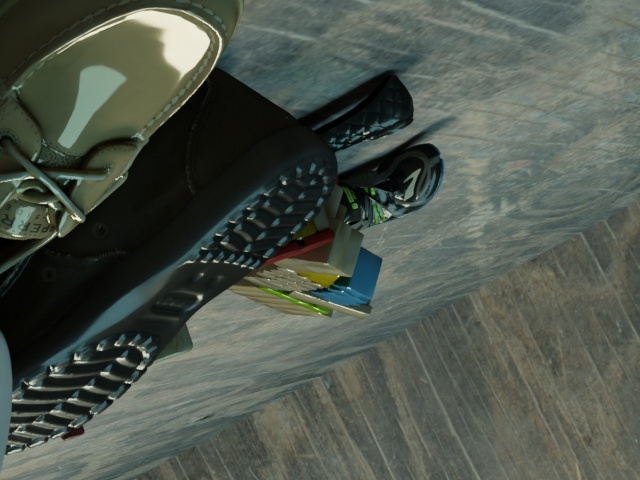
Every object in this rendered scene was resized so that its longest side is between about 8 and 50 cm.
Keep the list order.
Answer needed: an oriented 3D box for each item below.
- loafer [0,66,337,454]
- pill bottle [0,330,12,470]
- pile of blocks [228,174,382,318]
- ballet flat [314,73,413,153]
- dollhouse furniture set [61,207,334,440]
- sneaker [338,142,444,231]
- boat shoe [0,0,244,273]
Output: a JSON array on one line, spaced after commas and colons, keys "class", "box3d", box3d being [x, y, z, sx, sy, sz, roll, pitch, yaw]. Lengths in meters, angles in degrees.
[{"class": "loafer", "box3d": [-0.156, 0.019, 0.931, 0.366, 0.130, 0.134, -38, 159, 8]}, {"class": "pill bottle", "box3d": [-0.334, 0.095, 0.805, 0.272, 0.152, 0.152, 9, 172, 9]}, {"class": "pile of blocks", "box3d": [0.000, 0.000, 1.368, 0.149, 0.112, 0.362, 19, 169, -10]}, {"class": "ballet flat", "box3d": [0.001, -0.099, 1.234, 0.173, 0.049, 0.057, -22, -163, 5]}, {"class": "dollhouse furniture set", "box3d": [-0.182, 0.069, 1.140, 0.374, 0.152, 0.201, -18, 180, -26]}, {"class": "sneaker", "box3d": [0.052, -0.044, 1.495, 0.188, 0.067, 0.078, -27, 175, 18]}, {"class": "boat shoe", "box3d": [-0.161, -0.049, 0.790, 0.122, 0.110, 0.341, 20, 142, -34]}]
